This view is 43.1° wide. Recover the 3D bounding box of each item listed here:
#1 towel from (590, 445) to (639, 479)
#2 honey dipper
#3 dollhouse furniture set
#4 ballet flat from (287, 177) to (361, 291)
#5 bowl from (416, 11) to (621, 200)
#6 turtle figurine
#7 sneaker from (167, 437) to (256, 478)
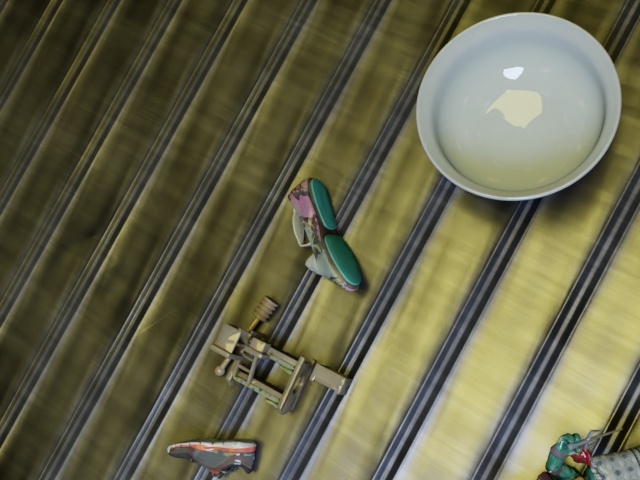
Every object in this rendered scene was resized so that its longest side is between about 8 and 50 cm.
[{"bbox_3d":[0.535,0.406,1.038,0.312,0.056,0.324,-12,75,-4],"label":"towel"},{"bbox_3d":[-0.130,0.165,1.378,0.030,0.030,0.161,37,93,22],"label":"honey dipper"},{"bbox_3d":[-0.070,0.220,1.274,0.182,0.161,0.101,24,87,23],"label":"dollhouse furniture set"},{"bbox_3d":[0.000,0.000,1.355,0.079,0.077,0.222,-35,63,28],"label":"ballet flat"},{"bbox_3d":[0.306,-0.189,1.252,0.297,0.134,0.298,-4,77,19],"label":"bowl"},{"bbox_3d":[0.338,0.364,1.119,0.234,0.118,0.175,-26,80,-14],"label":"turtle figurine"},{"bbox_3d":[-0.182,0.362,1.337,0.157,0.061,0.065,-4,83,19],"label":"sneaker"}]
